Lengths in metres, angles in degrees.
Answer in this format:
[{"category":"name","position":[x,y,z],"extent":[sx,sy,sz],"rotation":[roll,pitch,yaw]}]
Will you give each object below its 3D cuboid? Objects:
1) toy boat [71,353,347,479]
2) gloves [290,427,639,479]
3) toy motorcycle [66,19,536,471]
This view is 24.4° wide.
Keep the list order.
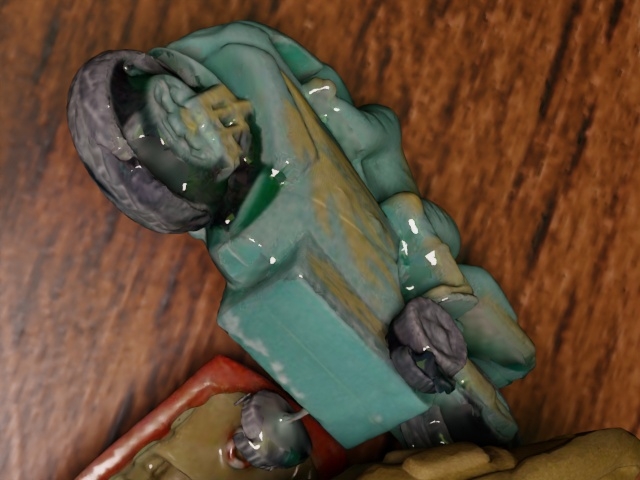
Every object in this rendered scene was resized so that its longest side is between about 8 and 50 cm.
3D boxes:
[{"category":"toy boat","position":[-0.133,0.230,0.685],"extent":[0.136,0.079,0.392],"rotation":[39,77,-14]},{"category":"gloves","position":[-0.004,0.174,0.614],"extent":[0.331,0.154,0.141],"rotation":[-38,86,-7]},{"category":"toy motorcycle","position":[0.001,0.001,0.699],"extent":[0.109,0.198,0.296],"rotation":[-31,115,27]}]
